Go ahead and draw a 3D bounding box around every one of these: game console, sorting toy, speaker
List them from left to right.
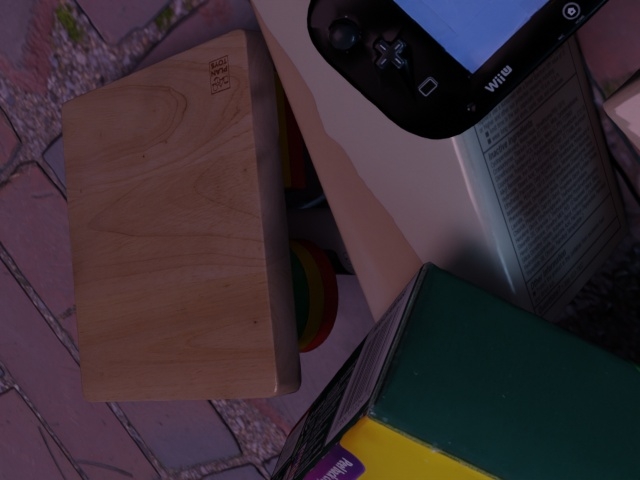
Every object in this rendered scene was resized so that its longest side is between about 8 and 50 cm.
[{"bbox_3d":[-0.094,-0.007,0.865,0.257,0.089,0.255,-10,84,47],"label":"sorting toy"},{"bbox_3d":[0.000,0.000,0.877,0.136,0.055,0.055,0,120,43],"label":"speaker"},{"bbox_3d":[0.151,-0.179,0.484,0.213,0.044,0.361,45,115,-4],"label":"game console"}]

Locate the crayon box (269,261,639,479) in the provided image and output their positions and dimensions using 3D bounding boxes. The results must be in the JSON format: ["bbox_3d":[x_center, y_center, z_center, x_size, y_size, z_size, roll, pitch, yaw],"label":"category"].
[{"bbox_3d":[0.139,0.188,0.725,0.313,0.106,0.363,25,153,-2],"label":"crayon box"}]

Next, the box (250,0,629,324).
[{"bbox_3d":[0.067,-0.106,0.660,0.121,0.148,0.311,-1,118,45],"label":"box"}]

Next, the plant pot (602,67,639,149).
[{"bbox_3d":[0.231,-0.074,0.565,0.109,0.109,0.096,48,131,3],"label":"plant pot"}]
